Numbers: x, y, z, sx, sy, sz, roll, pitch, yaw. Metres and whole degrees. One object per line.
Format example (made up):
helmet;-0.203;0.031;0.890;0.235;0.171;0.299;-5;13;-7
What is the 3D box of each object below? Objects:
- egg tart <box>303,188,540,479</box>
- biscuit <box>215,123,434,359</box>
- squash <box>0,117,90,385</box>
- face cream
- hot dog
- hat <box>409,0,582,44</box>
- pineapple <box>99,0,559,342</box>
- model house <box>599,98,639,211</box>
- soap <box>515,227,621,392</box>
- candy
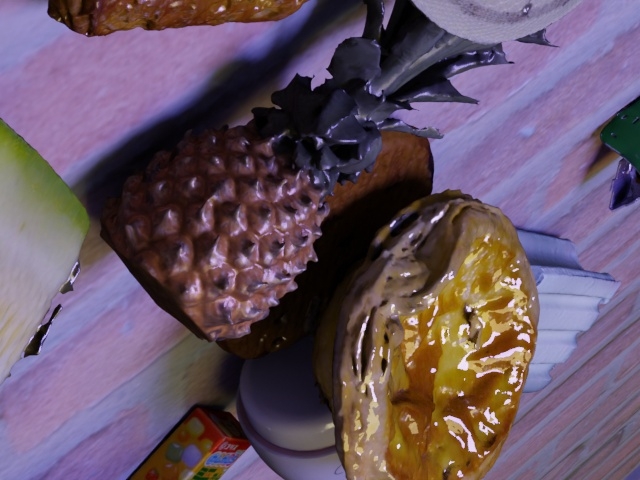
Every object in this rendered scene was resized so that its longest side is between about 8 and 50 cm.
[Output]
egg tart;0.066;0.077;1.115;0.241;0.106;0.241;-21;117;-48
biscuit;0.000;0.000;1.113;0.212;0.036;0.212;-38;156;-20
squash;-0.214;0.017;0.642;0.203;0.111;0.289;-61;166;-5
face cream;-0.004;0.128;1.218;0.117;0.117;0.104;-38;142;-18
hot dog;-0.063;-0.134;0.718;0.147;0.065;0.099;-12;143;-37
hat;0.148;-0.204;0.791;0.252;0.110;0.252;-23;126;-36
pineapple;0.002;-0.070;0.900;0.277;0.119;0.130;-42;115;-10
model house;0.337;-0.083;1.477;0.167;0.117;0.088;-39;162;-23
soap;0.170;0.066;1.479;0.150;0.094;0.261;-56;156;12
candy;-0.113;0.186;1.244;0.122;0.038;0.062;-47;158;7
